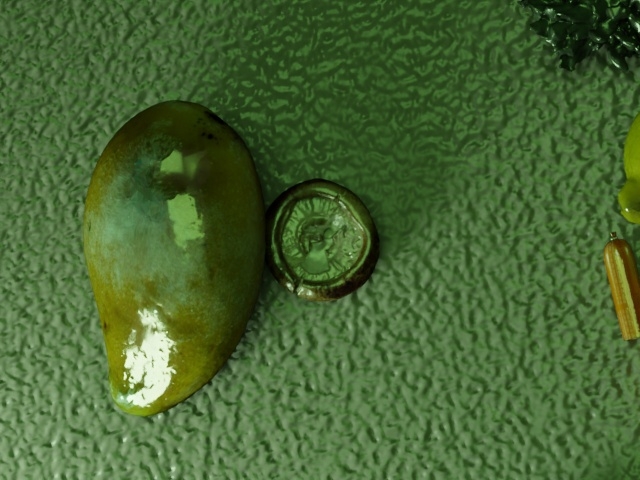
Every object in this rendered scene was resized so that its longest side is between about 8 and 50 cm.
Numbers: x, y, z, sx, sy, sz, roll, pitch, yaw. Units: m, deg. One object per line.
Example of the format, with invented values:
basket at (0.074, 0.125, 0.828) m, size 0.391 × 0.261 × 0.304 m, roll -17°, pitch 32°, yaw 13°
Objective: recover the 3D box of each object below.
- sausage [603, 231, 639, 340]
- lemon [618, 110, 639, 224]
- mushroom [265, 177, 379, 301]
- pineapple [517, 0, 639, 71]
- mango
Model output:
sausage at (0.292, 0.043, 1.878) m, size 0.031 × 0.031 × 0.107 m, roll -16°, pitch 78°, yaw 10°
lemon at (0.387, -0.081, 1.800) m, size 0.248 × 0.184 × 0.184 m, roll -27°, pitch 76°, yaw 3°
mushroom at (0.000, 0.000, 1.942) m, size 0.123 × 0.052 × 0.123 m, roll 0°, pitch 89°, yaw 11°
pineapple at (0.324, -0.230, 1.856) m, size 0.279 × 0.158 × 0.157 m, roll -13°, pitch 78°, yaw 14°
mango at (-0.149, 0.020, 1.927) m, size 0.193 × 0.146 × 0.316 m, roll 10°, pitch 94°, yaw 31°
